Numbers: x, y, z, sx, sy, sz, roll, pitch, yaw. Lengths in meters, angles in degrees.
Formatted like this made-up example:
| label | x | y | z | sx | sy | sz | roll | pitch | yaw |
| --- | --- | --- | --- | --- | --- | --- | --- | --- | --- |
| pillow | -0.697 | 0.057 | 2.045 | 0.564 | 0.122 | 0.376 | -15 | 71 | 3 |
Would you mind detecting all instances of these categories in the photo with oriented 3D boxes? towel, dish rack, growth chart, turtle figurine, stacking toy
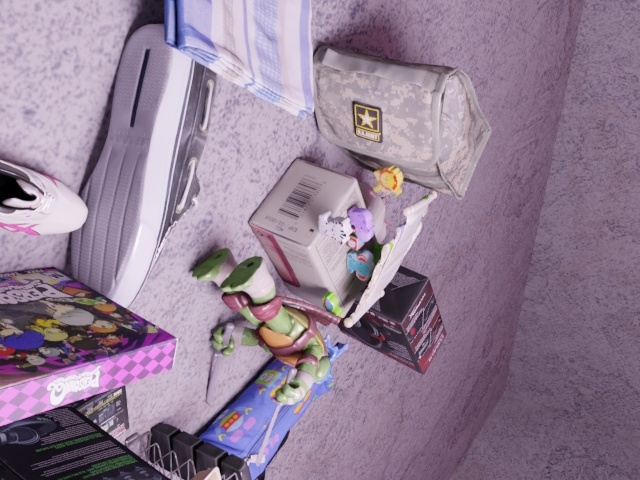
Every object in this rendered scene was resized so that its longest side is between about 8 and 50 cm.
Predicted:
| label | x | y | z | sx | sy | sz | roll | pitch | yaw |
| --- | --- | --- | --- | --- | --- | --- | --- | --- | --- |
| towel | -0.085 | -0.282 | 0.778 | 0.285 | 0.034 | 0.210 | 11 | 76 | -61 |
| dish rack | -0.243 | 0.353 | 0.862 | 0.271 | 0.208 | 0.074 | -23 | 116 | -51 |
| growth chart | 0.117 | 0.030 | 1.058 | 0.172 | 0.021 | 0.237 | -22 | 141 | -64 |
| turtle figurine | -0.104 | 0.163 | 0.944 | 0.274 | 0.198 | 0.266 | -26 | 117 | 3 |
| stacking toy | 0.068 | 0.008 | 1.026 | 0.167 | 0.052 | 0.221 | -40 | 141 | -39 |

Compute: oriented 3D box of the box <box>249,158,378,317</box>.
| label | x | y | z | sx | sy | sz | roll | pitch | yaw |
| --- | --- | --- | --- | --- | --- | --- | --- | --- | --- |
| box | 0.000 | 0.000 | 1.091 | 0.149 | 0.126 | 0.232 | -55 | 149 | -22 |

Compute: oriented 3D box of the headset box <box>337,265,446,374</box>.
| label | x | y | z | sx | sy | sz | roll | pitch | yaw |
| --- | --- | --- | --- | --- | --- | --- | --- | --- | --- |
| headset box | 0.127 | 0.146 | 1.305 | 0.110 | 0.218 | 0.293 | -55 | 149 | -18 |

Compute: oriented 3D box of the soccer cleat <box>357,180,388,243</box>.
| label | x | y | z | sx | sy | sz | roll | pitch | yaw |
| --- | --- | --- | --- | --- | --- | --- | --- | --- | --- |
| soccer cleat | 0.095 | -0.042 | 1.283 | 0.076 | 0.068 | 0.196 | -52 | 150 | -19 |

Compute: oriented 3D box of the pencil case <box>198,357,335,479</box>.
| label | x | y | z | sx | sy | sz | roll | pitch | yaw |
| --- | --- | --- | --- | --- | --- | --- | --- | --- | --- |
| pencil case | -0.094 | 0.312 | 1.144 | 0.306 | 0.133 | 0.119 | -44 | 110 | -37 |

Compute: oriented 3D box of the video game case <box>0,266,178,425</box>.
| label | x | y | z | sx | sy | sz | roll | pitch | yaw |
| --- | --- | --- | --- | --- | --- | --- | --- | --- | --- |
| video game case | -0.289 | 0.088 | 0.592 | 0.232 | 0.210 | 0.042 | -7 | 115 | -56 |

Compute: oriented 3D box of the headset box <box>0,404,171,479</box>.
| label | x | y | z | sx | sy | sz | roll | pitch | yaw |
| --- | --- | --- | --- | --- | --- | --- | --- | --- | --- |
| headset box | -0.298 | 0.316 | 0.655 | 0.131 | 0.283 | 0.247 | 5 | 104 | -59 |

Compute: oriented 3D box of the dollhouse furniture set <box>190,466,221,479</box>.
| label | x | y | z | sx | sy | sz | roll | pitch | yaw |
| --- | --- | --- | --- | --- | --- | --- | --- | --- | --- |
| dollhouse furniture set | -0.115 | 0.248 | 0.584 | 0.114 | 0.081 | 0.091 | -39 | 128 | -49 |

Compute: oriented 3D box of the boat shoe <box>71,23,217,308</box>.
| label | x | y | z | sx | sy | sz | roll | pitch | yaw |
| --- | --- | --- | --- | --- | --- | --- | --- | --- | --- |
| boat shoe | -0.187 | -0.071 | 0.739 | 0.119 | 0.121 | 0.336 | 12 | 97 | -56 |

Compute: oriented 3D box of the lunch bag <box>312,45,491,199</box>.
| label | x | y | z | sx | sy | sz | roll | pitch | yaw |
| --- | --- | --- | --- | --- | --- | --- | --- | --- | --- |
| lunch bag | 0.128 | -0.204 | 1.052 | 0.287 | 0.235 | 0.169 | 34 | 79 | -60 |

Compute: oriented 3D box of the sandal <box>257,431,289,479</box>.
| label | x | y | z | sx | sy | sz | roll | pitch | yaw |
| --- | --- | --- | --- | --- | --- | --- | --- | --- | --- |
| sandal | -0.136 | 0.456 | 1.245 | 0.254 | 0.054 | 0.097 | -50 | 146 | -29 |

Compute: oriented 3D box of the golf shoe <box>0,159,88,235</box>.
| label | x | y | z | sx | sy | sz | roll | pitch | yaw |
| --- | --- | --- | --- | --- | --- | --- | --- | --- | --- |
| golf shoe | -0.295 | -0.039 | 0.624 | 0.186 | 0.085 | 0.068 | 27 | 85 | -62 |

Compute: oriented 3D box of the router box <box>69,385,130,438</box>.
| label | x | y | z | sx | sy | sz | roll | pitch | yaw |
| --- | --- | --- | --- | --- | --- | --- | --- | --- | --- |
| router box | -0.310 | 0.236 | 0.830 | 0.122 | 0.038 | 0.092 | -30 | 133 | -47 |
